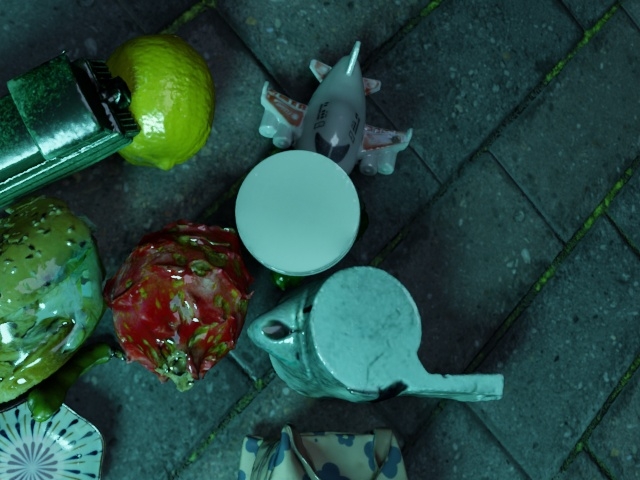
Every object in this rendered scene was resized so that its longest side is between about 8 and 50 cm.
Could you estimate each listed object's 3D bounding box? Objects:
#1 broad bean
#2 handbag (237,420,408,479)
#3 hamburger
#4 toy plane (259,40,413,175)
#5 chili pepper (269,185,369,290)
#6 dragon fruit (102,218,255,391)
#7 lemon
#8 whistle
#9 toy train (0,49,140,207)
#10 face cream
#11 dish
[{"bbox_3d":[-0.333,0.182,1.291,0.069,0.227,0.039,16,110,14],"label":"broad bean"},{"bbox_3d":[0.003,0.368,1.395,0.252,0.190,0.193,10,68,-32],"label":"handbag"},{"bbox_3d":[-0.381,0.075,1.243,0.288,0.192,0.167,-51,124,-28],"label":"hamburger"},{"bbox_3d":[0.024,-0.196,1.556,0.252,0.118,0.252,5,66,-12],"label":"toy plane"},{"bbox_3d":[-0.001,0.000,1.541,0.108,0.062,0.216,46,65,-10],"label":"chili pepper"},{"bbox_3d":[-0.195,0.096,1.328,0.210,0.205,0.268,1,42,-6],"label":"dragon fruit"},{"bbox_3d":[-0.238,-0.201,1.408,0.181,0.181,0.193,-12,106,-28],"label":"lemon"},{"bbox_3d":[0.089,0.186,1.482,0.405,0.168,0.188,37,65,-14],"label":"whistle"},{"bbox_3d":[-0.404,-0.133,1.258,0.330,0.178,0.138,-26,92,0],"label":"toy train"},{"bbox_3d":[-0.032,-0.037,1.408,0.177,0.153,0.177,0,88,-1],"label":"face cream"},{"bbox_3d":[-0.382,0.300,1.282,0.191,0.066,0.190,5,77,-24],"label":"dish"}]
